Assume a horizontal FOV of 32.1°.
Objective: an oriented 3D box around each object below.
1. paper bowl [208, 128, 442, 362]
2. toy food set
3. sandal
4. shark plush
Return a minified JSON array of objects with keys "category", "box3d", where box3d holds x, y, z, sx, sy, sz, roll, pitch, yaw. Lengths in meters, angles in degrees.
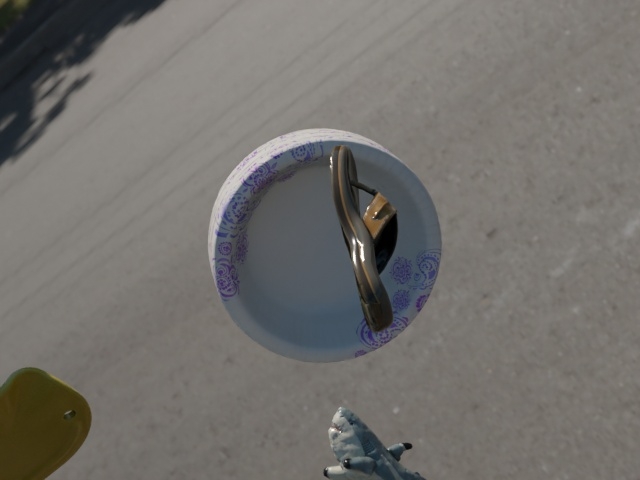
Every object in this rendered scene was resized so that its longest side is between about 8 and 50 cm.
[{"category":"paper bowl","box3d":[0.000,0.000,1.403,0.284,0.284,0.148,-42,16,2]},{"category":"toy food set","box3d":[-0.304,0.178,0.955,0.218,0.128,0.071,-38,52,-2]},{"category":"sandal","box3d":[0.053,-0.007,1.118,0.060,0.090,0.219,-15,47,2]},{"category":"shark plush","box3d":[0.080,0.241,1.195,0.073,0.161,0.067,110,-176,-63]}]
